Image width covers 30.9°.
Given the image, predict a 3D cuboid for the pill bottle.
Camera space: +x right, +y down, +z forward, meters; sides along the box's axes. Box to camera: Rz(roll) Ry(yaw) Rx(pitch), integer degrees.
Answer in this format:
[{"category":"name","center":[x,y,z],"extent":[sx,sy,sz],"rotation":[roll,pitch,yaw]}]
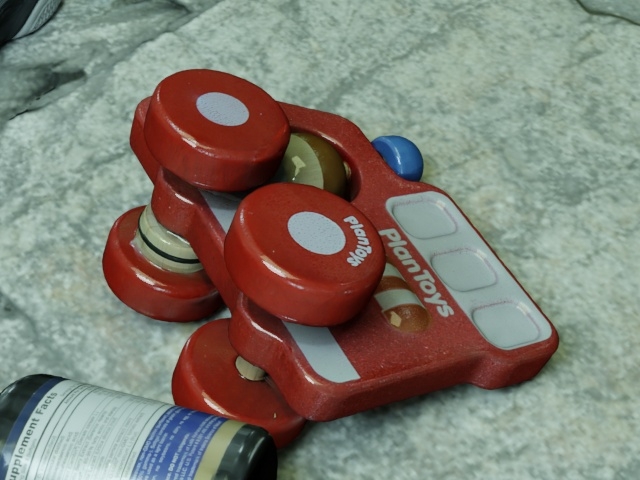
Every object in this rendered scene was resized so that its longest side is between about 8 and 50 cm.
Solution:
[{"category":"pill bottle","center":[-0.146,0.153,0.727],"extent":[0.219,0.122,0.122],"rotation":[11,53,12]}]

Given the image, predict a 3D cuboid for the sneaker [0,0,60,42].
[{"category":"sneaker","center":[-0.331,-0.208,1.000],"extent":[0.101,0.153,0.268],"rotation":[20,55,18]}]

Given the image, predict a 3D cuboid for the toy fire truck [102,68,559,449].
[{"category":"toy fire truck","center":[0.000,0.000,0.839],"extent":[0.254,0.169,0.302],"rotation":[-8,48,-35]}]
